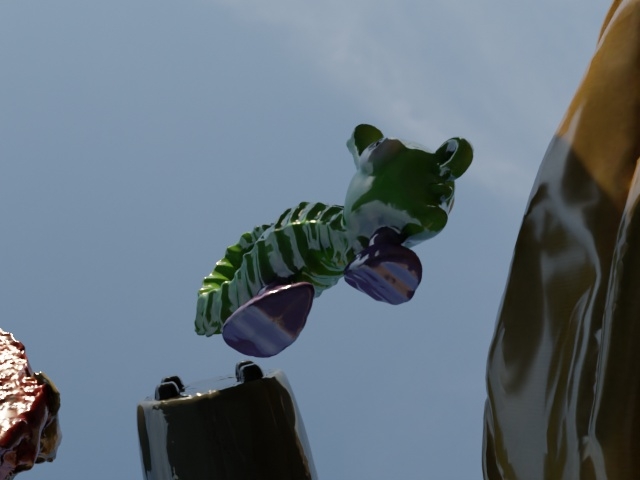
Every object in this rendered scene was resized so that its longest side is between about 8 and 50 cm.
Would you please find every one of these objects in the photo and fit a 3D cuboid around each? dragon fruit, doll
[{"bbox_3d":[-0.205,0.124,0.911,0.106,0.083,0.162,5,-150,25],"label":"dragon fruit"},{"bbox_3d":[0.000,0.000,0.749,0.050,0.190,0.115,42,-139,-21],"label":"doll"}]

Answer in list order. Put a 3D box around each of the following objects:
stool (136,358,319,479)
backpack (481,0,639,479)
[{"bbox_3d":[-0.047,0.120,0.813,0.096,0.096,0.110,-12,-88,-32],"label":"stool"},{"bbox_3d":[0.210,0.025,0.752,0.353,0.201,0.378,39,-116,-56],"label":"backpack"}]
